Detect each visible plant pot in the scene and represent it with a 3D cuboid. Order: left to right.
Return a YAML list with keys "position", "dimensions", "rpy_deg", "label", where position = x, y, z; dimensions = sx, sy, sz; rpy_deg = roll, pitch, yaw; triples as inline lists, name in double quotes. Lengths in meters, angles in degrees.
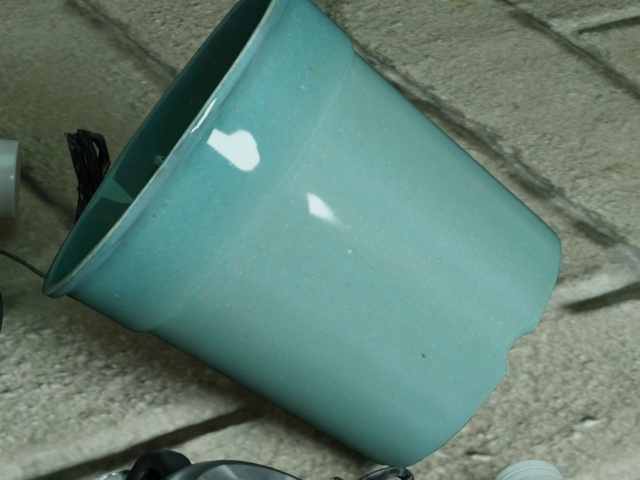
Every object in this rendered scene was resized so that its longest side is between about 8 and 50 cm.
- position: [0.000, 0.000, 1.669]
  dimensions: [0.334, 0.341, 0.341]
  rpy_deg: [36, 31, -10]
  label: "plant pot"

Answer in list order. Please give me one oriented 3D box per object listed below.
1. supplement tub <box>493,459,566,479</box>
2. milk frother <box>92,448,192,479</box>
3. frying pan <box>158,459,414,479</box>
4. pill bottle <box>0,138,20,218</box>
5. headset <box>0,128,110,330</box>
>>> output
- position: [0.182, 0.237, 1.614]
  dimensions: [0.071, 0.071, 0.107]
  rpy_deg: [-1, 33, -12]
  label: "supplement tub"
- position: [-0.104, 0.245, 1.547]
  dimensions: [0.143, 0.129, 0.135]
  rpy_deg: [37, 6, -44]
  label: "milk frother"
- position: [0.008, 0.221, 1.469]
  dimensions: [0.326, 0.053, 0.197]
  rpy_deg: [1, 32, -41]
  label: "frying pan"
- position: [-0.398, -0.065, 1.963]
  dimensions: [0.193, 0.108, 0.108]
  rpy_deg: [3, 32, -5]
  label: "pill bottle"
- position: [-0.368, 0.019, 1.760]
  dimensions: [0.394, 0.185, 0.243]
  rpy_deg: [-15, 38, -24]
  label: "headset"
